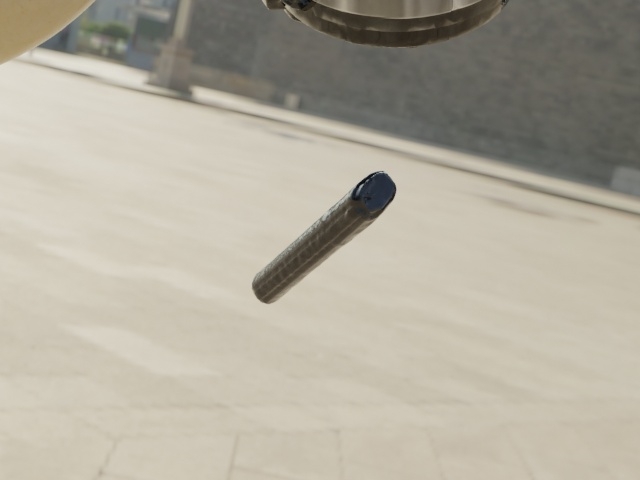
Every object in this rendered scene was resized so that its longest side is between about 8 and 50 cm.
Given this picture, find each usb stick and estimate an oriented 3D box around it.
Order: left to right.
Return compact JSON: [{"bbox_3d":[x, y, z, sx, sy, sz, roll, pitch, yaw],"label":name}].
[{"bbox_3d":[0.000,0.000,1.668,0.045,0.077,0.278,44,-38,-4],"label":"usb stick"}]

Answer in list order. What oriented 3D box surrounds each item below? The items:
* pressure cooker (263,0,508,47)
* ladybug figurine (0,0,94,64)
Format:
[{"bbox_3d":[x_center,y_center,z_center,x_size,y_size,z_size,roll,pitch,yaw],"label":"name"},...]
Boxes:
[{"bbox_3d":[0.092,-0.453,1.829,0.369,0.420,0.375,24,52,23],"label":"pressure cooker"},{"bbox_3d":[-0.319,-0.318,1.371,0.162,0.305,0.449,34,-21,-32],"label":"ladybug figurine"}]
